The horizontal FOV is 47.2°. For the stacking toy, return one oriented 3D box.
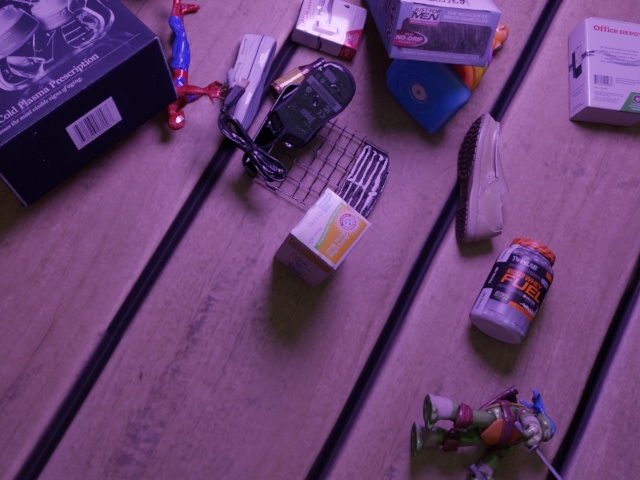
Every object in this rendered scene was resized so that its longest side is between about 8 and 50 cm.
[{"bbox_3d":[0.295,-0.378,1.520,0.302,0.175,0.166,-40,87,-27],"label":"stacking toy"}]

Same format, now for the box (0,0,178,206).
[{"bbox_3d":[-0.492,-0.296,1.284,0.343,0.179,0.312,-41,70,-16],"label":"box"}]

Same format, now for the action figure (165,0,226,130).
[{"bbox_3d":[-0.237,-0.344,1.426,0.139,0.091,0.280,5,77,1],"label":"action figure"}]

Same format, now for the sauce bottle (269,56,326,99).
[{"bbox_3d":[-0.043,-0.331,1.489,0.128,0.042,0.042,-34,86,-17],"label":"sauce bottle"}]

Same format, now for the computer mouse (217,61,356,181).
[{"bbox_3d":[-0.070,-0.254,1.383,0.184,0.060,0.262,40,84,-8],"label":"computer mouse"}]

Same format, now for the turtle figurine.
[{"bbox_3d":[0.310,0.387,1.327,0.266,0.198,0.274,10,73,-5],"label":"turtle figurine"}]

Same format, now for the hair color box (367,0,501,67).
[{"bbox_3d":[0.198,-0.476,1.422,0.185,0.113,0.374,3,38,-10],"label":"hair color box"}]

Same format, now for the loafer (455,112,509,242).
[{"bbox_3d":[0.335,-0.123,1.492,0.092,0.102,0.268,9,86,-10],"label":"loafer"}]

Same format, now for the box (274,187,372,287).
[{"bbox_3d":[0.000,0.000,1.343,0.103,0.203,0.114,40,74,-1],"label":"box"}]

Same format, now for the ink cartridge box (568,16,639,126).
[{"bbox_3d":[0.629,-0.366,1.599,0.153,0.087,0.208,6,78,-9],"label":"ink cartridge box"}]

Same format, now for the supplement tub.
[{"bbox_3d":[0.382,0.097,1.441,0.117,0.117,0.190,31,75,-3],"label":"supplement tub"}]

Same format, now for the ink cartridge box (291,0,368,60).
[{"bbox_3d":[0.018,-0.446,1.516,0.135,0.056,0.099,17,77,-8],"label":"ink cartridge box"}]

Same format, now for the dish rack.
[{"bbox_3d":[0.003,-0.157,1.445,0.271,0.074,0.208,30,75,-4],"label":"dish rack"}]

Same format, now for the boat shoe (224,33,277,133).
[{"bbox_3d":[-0.153,-0.312,1.453,0.076,0.083,0.226,15,64,5],"label":"boat shoe"}]
